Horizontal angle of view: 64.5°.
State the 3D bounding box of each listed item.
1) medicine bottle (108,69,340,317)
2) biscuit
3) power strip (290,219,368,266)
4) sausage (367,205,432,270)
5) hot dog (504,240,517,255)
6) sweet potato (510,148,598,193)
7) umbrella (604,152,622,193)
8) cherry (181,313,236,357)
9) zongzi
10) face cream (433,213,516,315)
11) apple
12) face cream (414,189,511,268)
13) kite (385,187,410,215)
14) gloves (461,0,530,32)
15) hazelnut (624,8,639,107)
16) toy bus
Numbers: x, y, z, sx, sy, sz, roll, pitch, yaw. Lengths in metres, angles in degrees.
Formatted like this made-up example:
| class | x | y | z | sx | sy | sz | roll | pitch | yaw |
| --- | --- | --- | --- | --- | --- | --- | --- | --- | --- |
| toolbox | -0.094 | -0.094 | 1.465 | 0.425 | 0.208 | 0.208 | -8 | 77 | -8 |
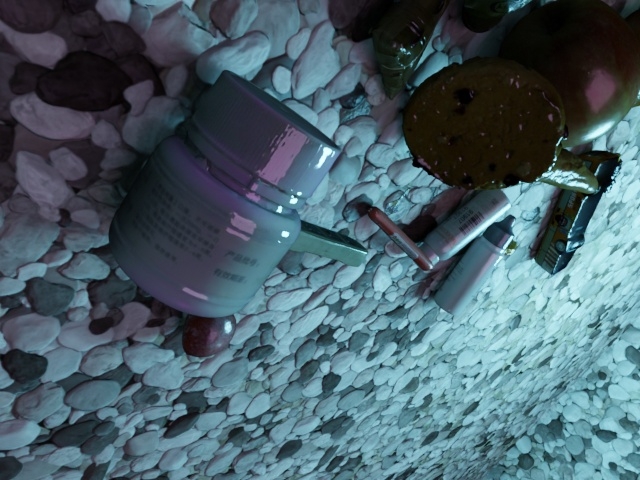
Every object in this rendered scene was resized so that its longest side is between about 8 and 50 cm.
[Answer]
| class | x | y | z | sx | sy | sz | roll | pitch | yaw |
| --- | --- | --- | --- | --- | --- | --- | --- | --- | --- |
| medicine bottle | -0.136 | -0.066 | 0.745 | 0.241 | 0.241 | 0.301 | 23 | 110 | -45 |
| biscuit | 0.297 | -0.210 | 0.942 | 0.295 | 0.296 | 0.075 | 76 | 31 | -45 |
| power strip | -0.001 | 0.002 | 1.022 | 0.286 | 0.080 | 0.048 | 19 | 111 | -44 |
| sausage | 0.184 | 0.000 | 1.144 | 0.034 | 0.034 | 0.253 | -46 | 119 | 6 |
| hot dog | 0.539 | 0.026 | 1.463 | 0.090 | 0.034 | 0.030 | -13 | 132 | -28 |
| sweet potato | 0.580 | -0.180 | 1.271 | 0.342 | 0.092 | 0.113 | 1 | 94 | -26 |
| umbrella | 0.863 | -0.198 | 1.501 | 0.040 | 0.037 | 0.143 | -18 | 138 | -4 |
| cherry | -0.193 | 0.137 | 1.003 | 0.225 | 0.090 | 0.107 | -55 | 134 | -4 |
| zongzi | 0.165 | -0.352 | 0.865 | 0.189 | 0.081 | 0.178 | -52 | 160 | -7 |
| face cream | 0.426 | 0.061 | 1.371 | 0.092 | 0.092 | 0.311 | 11 | 118 | -41 |
| apple | 0.458 | -0.314 | 0.954 | 0.257 | 0.257 | 0.234 | -44 | 134 | 4 |
| face cream | 0.338 | -0.026 | 1.240 | 0.269 | 0.082 | 0.082 | -39 | 138 | -2 |
| kite | 0.174 | -0.082 | 1.134 | 0.078 | 0.002 | 0.044 | -34 | 138 | -6 |
| gloves | 0.287 | -0.404 | 0.781 | 0.135 | 0.107 | 0.268 | -27 | 171 | 2 |
| hazelnut | 0.729 | -0.413 | 1.141 | 0.212 | 0.180 | 0.181 | -8 | 157 | -29 |
| toy bus | 0.738 | -0.075 | 1.477 | 0.093 | 0.092 | 0.408 | -18 | 134 | -26 |
